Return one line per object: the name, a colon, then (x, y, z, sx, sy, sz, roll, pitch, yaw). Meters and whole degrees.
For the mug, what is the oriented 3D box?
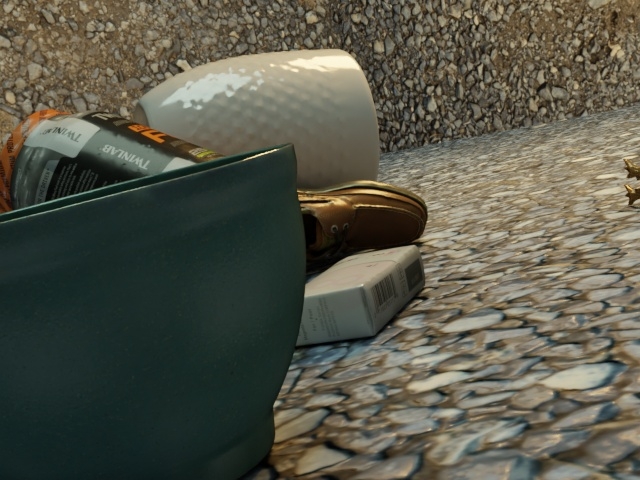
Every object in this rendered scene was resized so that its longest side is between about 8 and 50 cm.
mug: (-0.125, -0.128, 1.454, 0.328, 0.276, 0.374, -9, -25, -21)

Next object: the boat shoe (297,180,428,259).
boat shoe: (0.004, -0.016, 1.277, 0.307, 0.111, 0.104, 1, 35, -3)

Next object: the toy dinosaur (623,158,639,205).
toy dinosaur: (0.447, -0.084, 1.140, 0.112, 0.064, 0.211, -12, 8, 4)

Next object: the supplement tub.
supplement tub: (-0.218, -0.039, 1.087, 0.316, 0.194, 0.193, 21, 19, 16)

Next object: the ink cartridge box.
ink cartridge box: (-0.024, 0.065, 0.951, 0.232, 0.066, 0.189, -7, 10, 23)

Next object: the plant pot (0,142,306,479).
plant pot: (-0.135, 0.065, 0.598, 0.293, 0.196, 0.293, -15, 8, 2)
